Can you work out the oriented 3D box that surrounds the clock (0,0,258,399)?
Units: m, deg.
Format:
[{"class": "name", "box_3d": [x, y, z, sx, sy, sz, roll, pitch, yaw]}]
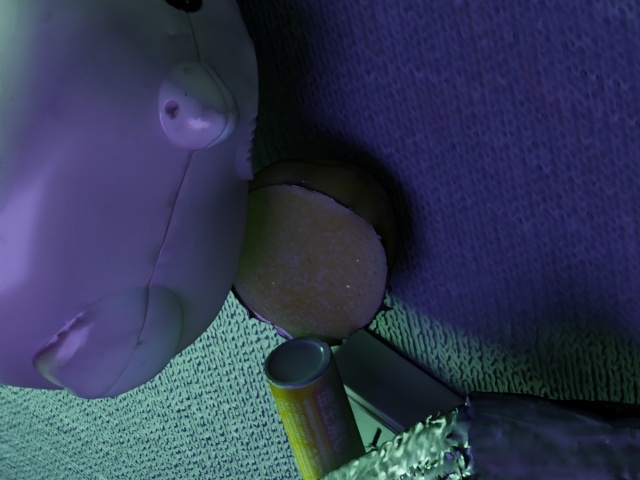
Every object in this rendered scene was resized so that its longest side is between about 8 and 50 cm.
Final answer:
[{"class": "clock", "box_3d": [-0.208, -0.069, 1.440, 0.377, 0.250, 0.368, -55, 46, 40]}]

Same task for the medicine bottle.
[{"class": "medicine bottle", "box_3d": [0.006, 0.184, 1.581, 0.074, 0.074, 0.218, 19, 141, 38]}]

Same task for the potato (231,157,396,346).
[{"class": "potato", "box_3d": [0.000, 0.000, 1.507, 0.164, 0.081, 0.200, 30, 143, 3]}]

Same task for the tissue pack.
[{"class": "tissue pack", "box_3d": [0.146, 0.217, 1.444, 0.332, 0.245, 0.123, 139, 132, -58]}]

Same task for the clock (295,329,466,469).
[{"class": "clock", "box_3d": [0.054, 0.185, 1.663, 0.150, 0.063, 0.197, 35, 147, 17]}]
